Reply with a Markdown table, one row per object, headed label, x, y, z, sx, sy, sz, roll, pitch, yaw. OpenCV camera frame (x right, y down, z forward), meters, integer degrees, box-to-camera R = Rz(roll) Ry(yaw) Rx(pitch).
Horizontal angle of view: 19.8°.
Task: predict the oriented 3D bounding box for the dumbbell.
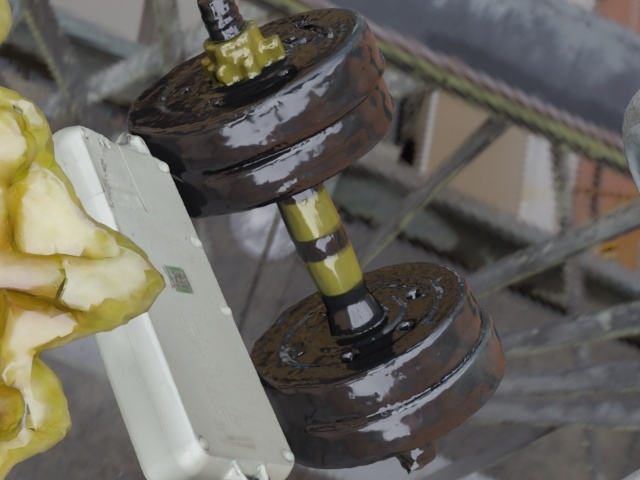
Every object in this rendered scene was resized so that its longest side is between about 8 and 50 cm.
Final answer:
| label | x | y | z | sx | sy | sz | roll | pitch | yaw |
| --- | --- | --- | --- | --- | --- | --- | --- | --- | --- |
| dumbbell | 0.000 | 0.000 | 1.291 | 0.185 | 0.185 | 0.388 | -32 | 113 | -20 |

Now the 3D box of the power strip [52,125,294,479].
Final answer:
| label | x | y | z | sx | sy | sz | roll | pitch | yaw |
| --- | --- | --- | --- | --- | --- | --- | --- | --- | --- |
| power strip | -0.072 | 0.032 | 0.819 | 0.035 | 0.081 | 0.192 | -35 | 64 | 21 |

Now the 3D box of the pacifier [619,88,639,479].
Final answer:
| label | x | y | z | sx | sy | sz | roll | pitch | yaw |
| --- | --- | --- | --- | --- | --- | --- | --- | --- | --- |
| pacifier | 0.120 | 0.081 | 0.609 | 0.225 | 0.287 | 0.238 | -32 | 65 | -3 |

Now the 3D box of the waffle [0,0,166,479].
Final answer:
| label | x | y | z | sx | sy | sz | roll | pitch | yaw |
| --- | --- | --- | --- | --- | --- | --- | --- | --- | --- |
| waffle | -0.182 | 0.000 | 0.506 | 0.243 | 0.059 | 0.238 | -41 | 85 | -5 |
